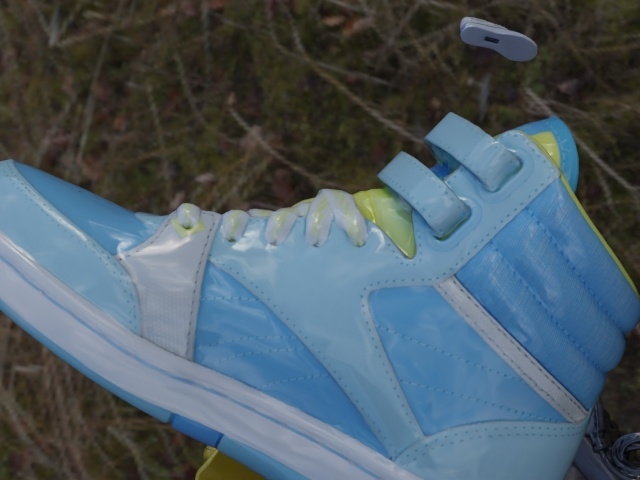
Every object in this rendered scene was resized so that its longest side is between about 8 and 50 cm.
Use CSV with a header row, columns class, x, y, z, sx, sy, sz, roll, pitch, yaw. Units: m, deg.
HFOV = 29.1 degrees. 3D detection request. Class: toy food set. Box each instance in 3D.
class,x,y,z,sx,sy,sz,roll,pitch,yaw
toy food set,-0.104,0.340,1.671,0.071,0.218,0.128,3,49,42

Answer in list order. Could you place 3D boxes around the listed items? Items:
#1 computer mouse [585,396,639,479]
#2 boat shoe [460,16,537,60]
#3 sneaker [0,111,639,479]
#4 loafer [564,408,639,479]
class,x,y,z,sx,sy,sz,roll,pitch,yaw
computer mouse,0.272,0.063,0.948,0.184,0.060,0.262,-13,71,9
boat shoe,0.214,-0.245,1.480,0.035,0.100,0.035,-88,16,-46
sneaker,0.000,0.000,0.576,0.208,0.319,0.127,-60,1,2
loafer,0.149,0.128,1.156,0.130,0.134,0.366,-42,69,19
